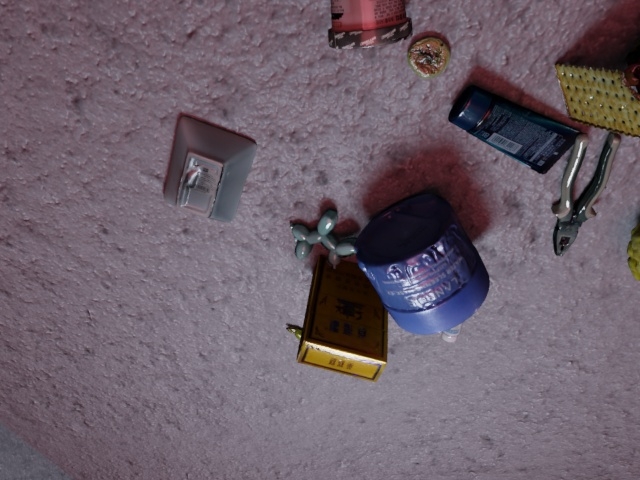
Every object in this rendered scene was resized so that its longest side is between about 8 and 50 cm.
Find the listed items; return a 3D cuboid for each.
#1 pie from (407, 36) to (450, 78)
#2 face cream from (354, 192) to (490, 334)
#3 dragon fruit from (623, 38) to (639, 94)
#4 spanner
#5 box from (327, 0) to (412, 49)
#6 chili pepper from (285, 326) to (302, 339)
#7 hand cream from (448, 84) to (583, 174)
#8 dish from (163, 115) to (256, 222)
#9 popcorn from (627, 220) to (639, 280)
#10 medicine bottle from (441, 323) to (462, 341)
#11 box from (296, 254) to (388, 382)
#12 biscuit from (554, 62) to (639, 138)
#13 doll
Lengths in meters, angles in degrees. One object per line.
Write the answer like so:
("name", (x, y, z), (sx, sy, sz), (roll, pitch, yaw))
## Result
("pie", (0.210, -0.356, 1.010), (0.084, 0.021, 0.084), (3, 128, 4))
("face cream", (0.225, 0.050, 1.176), (0.249, 0.249, 0.225), (-24, 119, 23))
("dragon fruit", (0.653, -0.312, 0.871), (0.273, 0.218, 0.198), (-39, 75, 26))
("spanner", (0.572, -0.092, 1.153), (0.096, 0.040, 0.324), (3, 130, 6))
("box", (0.080, -0.416, 0.905), (0.151, 0.151, 0.135), (-5, 119, 11))
("chili pepper", (-0.012, 0.310, 1.540), (0.208, 0.043, 0.049), (46, 145, -20))
("hand cream", (0.398, -0.226, 1.069), (0.271, 0.061, 0.120), (21, 128, -15))
("dish", (-0.268, -0.140, 1.200), (0.182, 0.080, 0.243), (19, 126, -7))
("popcorn", (0.812, 0.024, 1.105), (0.258, 0.224, 0.270), (42, 127, -14))
("medicine bottle", (0.360, 0.233, 1.422), (0.052, 0.052, 0.089), (4, 128, 4))
("box", (0.062, 0.179, 1.260), (0.193, 0.301, 0.084), (15, 128, -3))
("biscuit", (0.513, -0.258, 0.948), (0.016, 0.203, 0.144), (-35, 118, -2))
("doll", (0.000, 0.000, 1.278), (0.159, 0.059, 0.158), (44, 123, -4))
